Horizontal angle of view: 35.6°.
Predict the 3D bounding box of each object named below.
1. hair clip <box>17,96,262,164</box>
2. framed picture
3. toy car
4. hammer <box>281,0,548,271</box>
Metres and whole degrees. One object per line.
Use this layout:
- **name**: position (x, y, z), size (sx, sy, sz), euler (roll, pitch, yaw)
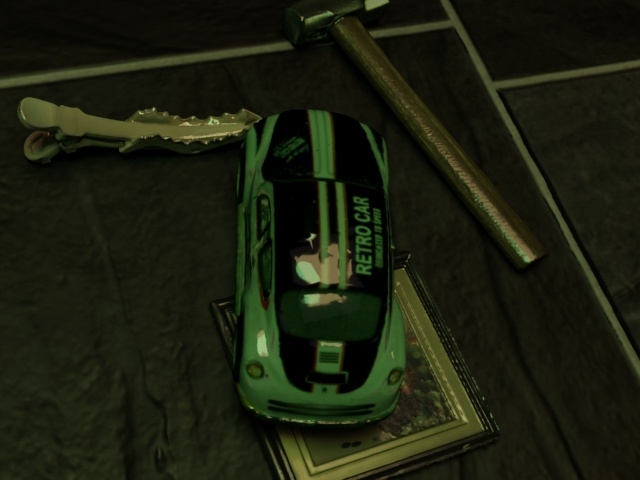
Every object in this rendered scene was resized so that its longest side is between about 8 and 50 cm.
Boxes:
- **hair clip**: position (-0.163, -0.097, 0.916), size (0.226, 0.072, 0.034), euler (-1, 62, -22)
- **framed picture**: position (0.027, 0.109, 0.839), size (0.195, 0.010, 0.199), euler (-14, 61, -19)
- **toy car**: position (0.000, 0.000, 0.825), size (0.136, 0.125, 0.305), euler (4, 58, -8)
- **hammer**: position (0.101, -0.118, 0.989), size (0.111, 0.043, 0.365), euler (-25, 67, -26)
